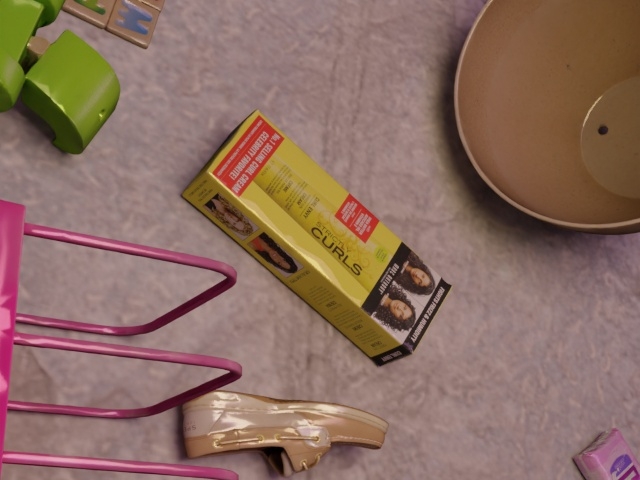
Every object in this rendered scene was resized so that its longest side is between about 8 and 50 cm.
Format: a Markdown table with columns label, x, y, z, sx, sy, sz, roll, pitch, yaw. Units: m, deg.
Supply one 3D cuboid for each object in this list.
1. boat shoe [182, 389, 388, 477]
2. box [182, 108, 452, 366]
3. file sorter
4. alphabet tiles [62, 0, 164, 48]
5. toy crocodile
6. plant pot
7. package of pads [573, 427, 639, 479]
| label | x | y | z | sx | sy | sz | roll | pitch | yaw |
| --- | --- | --- | --- | --- | --- | --- | --- | --- | --- |
| boat shoe | -0.028 | 0.157 | 0.862 | 0.170 | 0.063 | 0.059 | 9 | 70 | -17 |
| box | 0.000 | 0.000 | 0.936 | 0.232 | 0.058 | 0.087 | 42 | 57 | -10 |
| file sorter | -0.163 | 0.157 | 0.698 | 0.182 | 0.202 | 0.290 | 12 | 66 | -30 |
| alphabet tiles | -0.210 | -0.305 | 0.960 | 0.198 | 0.009 | 0.237 | 23 | 62 | -21 |
| toy crocodile | -0.306 | -0.173 | 0.807 | 0.341 | 0.105 | 0.115 | 24 | 62 | -16 |
| plant pot | 0.296 | -0.127 | 1.059 | 0.191 | 0.284 | 0.284 | 26 | 54 | -58 |
| package of pads | 0.278 | 0.224 | 1.029 | 0.050 | 0.032 | 0.083 | -30 | 88 | -32 |
